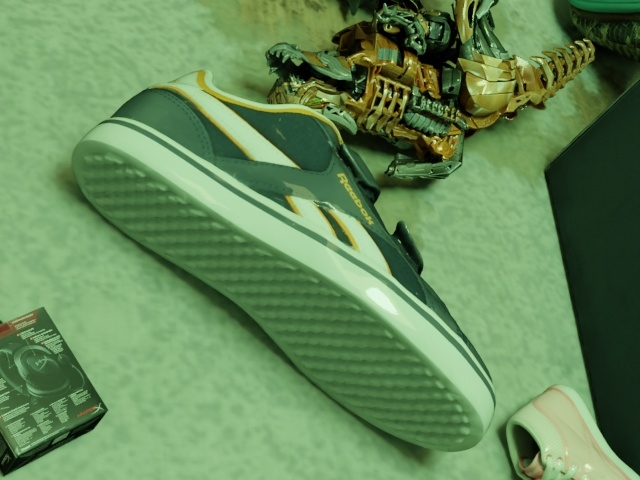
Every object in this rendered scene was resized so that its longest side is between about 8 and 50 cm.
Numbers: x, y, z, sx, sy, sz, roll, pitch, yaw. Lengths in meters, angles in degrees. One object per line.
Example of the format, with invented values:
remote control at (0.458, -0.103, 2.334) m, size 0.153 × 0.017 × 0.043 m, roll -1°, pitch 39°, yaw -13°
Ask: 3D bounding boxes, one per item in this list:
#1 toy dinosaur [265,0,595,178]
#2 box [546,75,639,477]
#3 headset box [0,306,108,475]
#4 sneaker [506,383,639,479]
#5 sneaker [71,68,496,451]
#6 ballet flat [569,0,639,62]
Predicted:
toy dinosaur at (0.093, -0.154, 0.888) m, size 0.322 × 0.164 × 0.218 m, roll 0°, pitch 73°, yaw -52°
box at (0.384, 0.059, 0.860) m, size 0.313 × 0.179 × 0.343 m, roll 13°, pitch 53°, yaw -23°
headset box at (-0.172, 0.082, 0.612) m, size 0.062 × 0.032 × 0.083 m, roll -26°, pitch 74°, yaw -40°
sneaker at (0.180, 0.170, 0.750) m, size 0.070 × 0.051 × 0.134 m, roll -18°, pitch 66°, yaw -36°
sneaker at (0.000, 0.000, 0.708) m, size 0.321 × 0.126 × 0.127 m, roll 39°, pitch 53°, yaw 0°
ballet flat at (0.402, -0.201, 0.912) m, size 0.182 × 0.483 × 0.164 m, roll 29°, pitch 91°, yaw -22°
